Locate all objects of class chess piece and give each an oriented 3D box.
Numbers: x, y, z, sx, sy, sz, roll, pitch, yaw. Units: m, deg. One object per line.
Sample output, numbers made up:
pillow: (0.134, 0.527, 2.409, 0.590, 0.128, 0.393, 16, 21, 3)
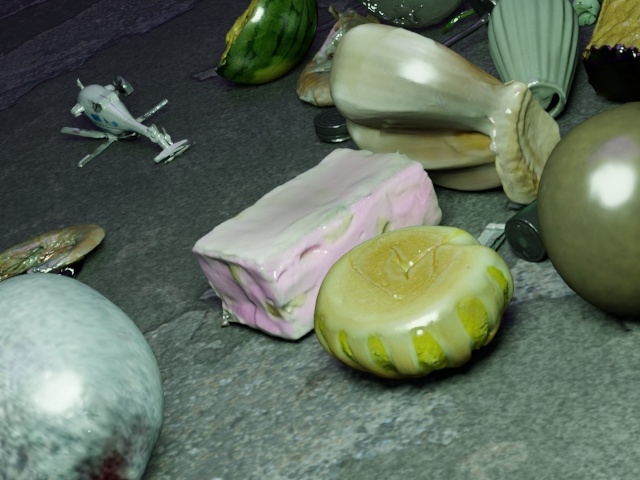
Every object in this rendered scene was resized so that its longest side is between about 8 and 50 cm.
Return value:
chess piece: (0.408, -0.370, 2.094, 0.067, 0.067, 0.103, -4, 38, 30)

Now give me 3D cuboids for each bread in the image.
bread: (0.092, 0.069, 1.410, 0.213, 0.105, 0.213, -15, 30, 9)

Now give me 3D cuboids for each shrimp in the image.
shrimp: (-0.395, 0.036, 1.890, 0.219, 0.046, 0.152, -19, 23, 0)
shrimp: (0.031, -0.294, 2.199, 0.168, 0.077, 0.317, -21, 29, 4)

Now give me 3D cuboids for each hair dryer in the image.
hair dryer: (0.300, -0.004, 1.481, 0.100, 0.057, 0.197, -35, 38, -28)

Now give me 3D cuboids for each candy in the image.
candy: (0.000, 0.000, 1.603, 0.265, 0.116, 0.155, -34, 26, -31)

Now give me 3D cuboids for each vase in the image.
vase: (0.292, -0.251, 1.879, 0.128, 0.128, 0.248, -13, 36, 15)

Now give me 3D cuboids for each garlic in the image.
garlic: (0.126, -0.152, 1.660, 0.325, 0.279, 0.132, 16, 67, 40)

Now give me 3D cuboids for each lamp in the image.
lamp: (0.132, -0.277, 2.041, 0.371, 0.109, 0.130, -27, 36, -17)

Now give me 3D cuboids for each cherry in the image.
cherry: (-0.285, 0.160, 1.380, 0.296, 0.218, 0.255, 22, 48, 39)

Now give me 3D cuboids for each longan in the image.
longan: (0.308, -0.035, 1.346, 0.212, 0.198, 0.198, -45, 33, -17)

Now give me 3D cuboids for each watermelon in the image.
watermelon: (-0.072, -0.348, 2.271, 0.232, 0.127, 0.204, -56, 4, 8)

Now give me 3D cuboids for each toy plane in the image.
toy plane: (-0.324, -0.189, 2.211, 0.182, 0.107, 0.273, -28, 31, -5)

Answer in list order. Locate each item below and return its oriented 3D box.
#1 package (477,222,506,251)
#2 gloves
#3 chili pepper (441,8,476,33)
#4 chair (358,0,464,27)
package: (0.182, 0.010, 1.560, 0.037, 0.015, 0.110, -1, 30, 36)
gloves: (0.479, -0.311, 1.815, 0.203, 0.155, 0.356, 7, 37, 44)
chili pepper: (0.317, -0.419, 2.251, 0.279, 0.065, 0.122, -36, 20, -33)
chair: (0.205, -0.532, 2.345, 0.226, 0.227, 0.401, -6, 25, 27)
